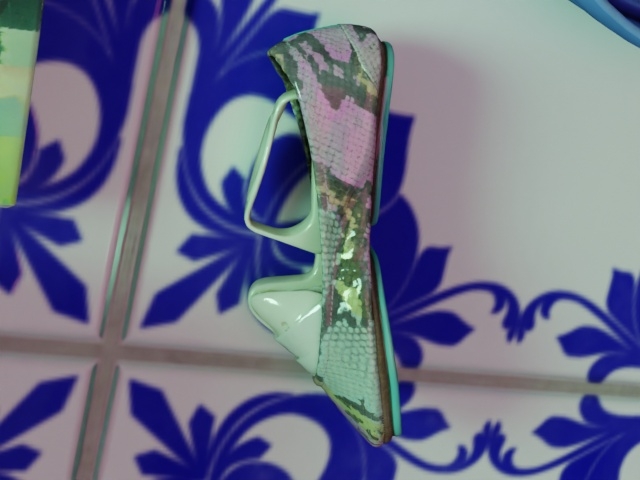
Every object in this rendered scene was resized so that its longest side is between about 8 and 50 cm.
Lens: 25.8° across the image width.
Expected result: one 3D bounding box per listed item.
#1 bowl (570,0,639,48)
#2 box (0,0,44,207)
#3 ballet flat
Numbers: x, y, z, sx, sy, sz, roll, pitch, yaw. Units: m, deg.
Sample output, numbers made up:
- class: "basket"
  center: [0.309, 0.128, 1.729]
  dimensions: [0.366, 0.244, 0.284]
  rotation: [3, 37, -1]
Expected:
- class: "bowl"
  center: [0.234, -0.288, 0.747]
  dimensions: [0.391, 0.077, 0.391]
  rotation: [-8, 107, -25]
- class: "box"
  center: [-0.219, -0.180, 0.561]
  dimensions: [0.232, 0.058, 0.322]
  rotation: [4, 104, -27]
- class: "ballet flat"
  center: [0.000, 0.000, 0.723]
  dimensions: [0.079, 0.077, 0.221]
  rotation: [-4, 102, -7]
